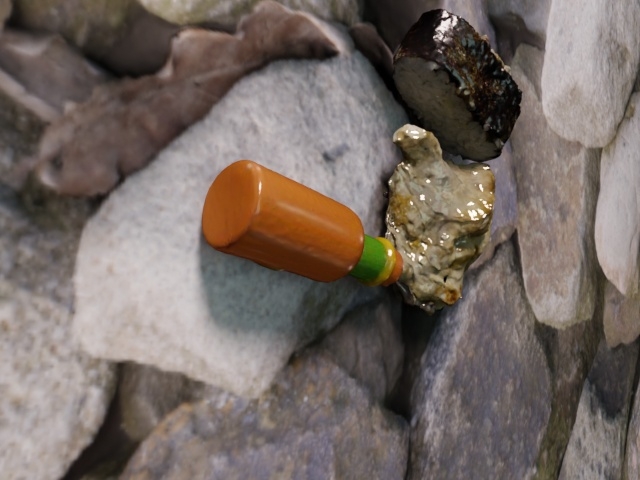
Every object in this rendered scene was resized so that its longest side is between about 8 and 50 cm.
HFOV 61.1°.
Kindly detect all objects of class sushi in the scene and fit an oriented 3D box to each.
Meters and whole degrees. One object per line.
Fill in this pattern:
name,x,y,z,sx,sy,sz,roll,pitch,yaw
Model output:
sushi,0.134,-0.150,0.534,0.150,0.090,0.078,40,73,-28

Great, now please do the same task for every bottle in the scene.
bottle,0.000,0.000,0.426,0.187,0.069,0.069,22,75,-41

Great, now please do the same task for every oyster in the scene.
oyster,0.116,-0.021,0.526,0.163,0.081,0.191,-51,117,-25
